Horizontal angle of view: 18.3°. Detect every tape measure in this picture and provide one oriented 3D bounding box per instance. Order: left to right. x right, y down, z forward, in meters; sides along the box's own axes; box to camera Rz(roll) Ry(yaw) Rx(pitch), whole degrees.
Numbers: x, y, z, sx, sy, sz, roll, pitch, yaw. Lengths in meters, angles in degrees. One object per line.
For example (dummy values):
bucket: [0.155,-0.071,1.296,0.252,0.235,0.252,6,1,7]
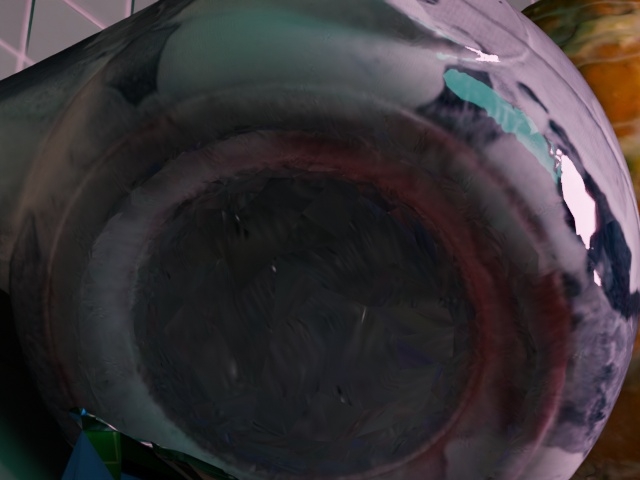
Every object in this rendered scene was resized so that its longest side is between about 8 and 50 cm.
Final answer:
tape measure: [0.000,0.000,0.824,0.275,0.256,0.147,59,22,-17]

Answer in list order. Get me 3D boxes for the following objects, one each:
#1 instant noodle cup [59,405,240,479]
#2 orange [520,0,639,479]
instant noodle cup: [-0.025,0.185,0.637,0.240,0.240,0.178,37,78,-30]
orange: [0.198,0.009,1.119,0.329,0.249,0.329,41,26,-25]
